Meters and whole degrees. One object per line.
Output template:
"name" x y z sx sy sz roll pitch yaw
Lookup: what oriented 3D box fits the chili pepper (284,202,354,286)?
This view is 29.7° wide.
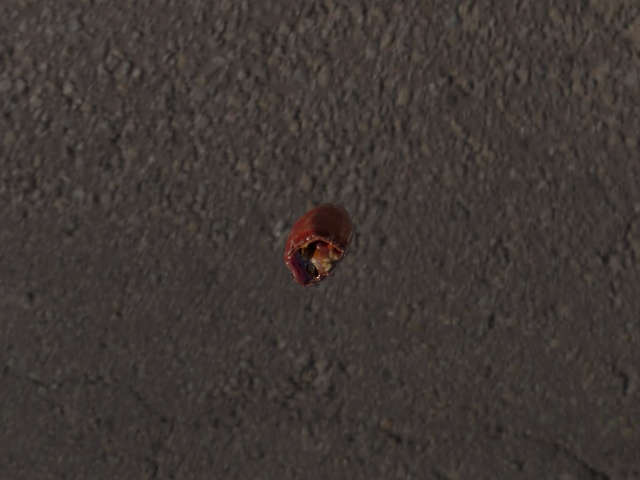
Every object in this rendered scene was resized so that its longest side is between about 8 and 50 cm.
"chili pepper" 0.000 0.000 1.342 0.070 0.123 0.073 15 108 3
